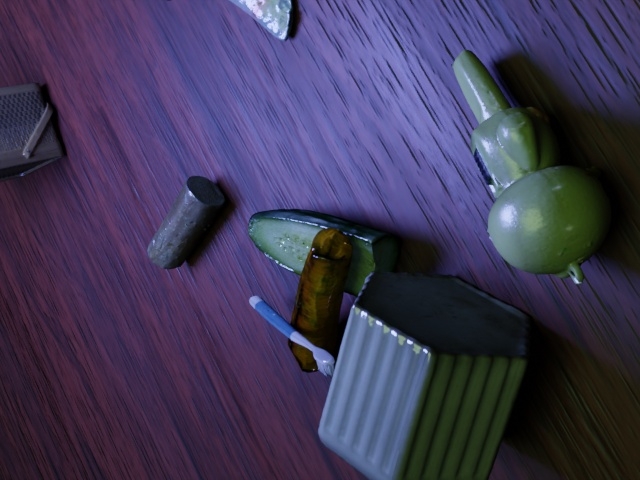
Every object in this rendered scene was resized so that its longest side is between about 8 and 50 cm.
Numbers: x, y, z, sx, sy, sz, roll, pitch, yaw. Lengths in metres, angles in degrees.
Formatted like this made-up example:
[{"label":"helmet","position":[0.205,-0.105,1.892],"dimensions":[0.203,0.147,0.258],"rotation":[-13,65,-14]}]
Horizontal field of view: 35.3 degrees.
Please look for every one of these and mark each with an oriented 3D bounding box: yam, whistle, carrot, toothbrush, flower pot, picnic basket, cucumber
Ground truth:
[{"label":"yam","position":[-0.208,-0.026,1.558],"dimensions":[0.068,0.068,0.169],"rotation":[55,133,19]},{"label":"whistle","position":[0.238,-0.087,1.116],"dimensions":[0.141,0.141,0.294],"rotation":[-29,62,42]},{"label":"carrot","position":[0.000,0.086,1.343],"dimensions":[0.070,0.070,0.260],"rotation":[45,146,26]},{"label":"toothbrush","position":[-0.041,0.123,1.344],"dimensions":[0.276,0.019,0.025],"rotation":[31,136,62]},{"label":"flower pot","position":[0.124,0.162,1.195],"dimensions":[0.209,0.239,0.189],"rotation":[17,113,8]},{"label":"picnic basket","position":[-0.600,-0.173,1.750],"dimensions":[0.165,0.267,0.139],"rotation":[-17,93,41]},{"label":"cucumber","position":[0.000,0.000,1.369],"dimensions":[0.244,0.063,0.115],"rotation":[18,135,36]}]

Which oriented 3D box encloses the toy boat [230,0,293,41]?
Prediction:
[{"label":"toy boat","position":[-0.133,-0.395,1.406],"dimensions":[0.282,0.096,0.206],"rotation":[40,112,19]}]
